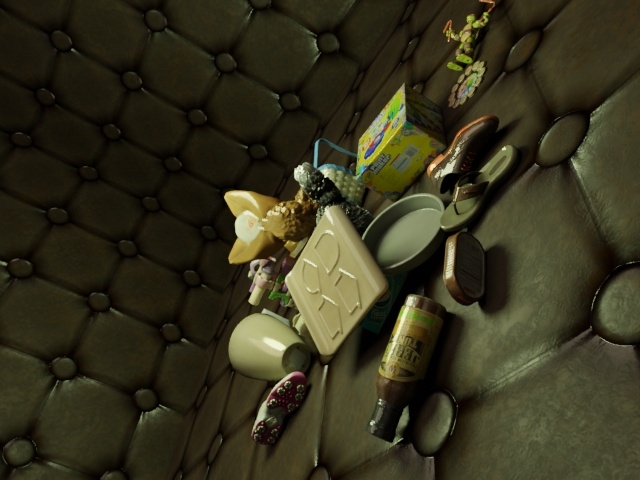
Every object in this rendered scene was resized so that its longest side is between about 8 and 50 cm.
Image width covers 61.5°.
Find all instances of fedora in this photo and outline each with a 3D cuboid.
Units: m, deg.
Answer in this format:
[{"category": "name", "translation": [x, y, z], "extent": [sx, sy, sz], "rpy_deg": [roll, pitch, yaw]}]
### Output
[{"category": "fedora", "translation": [-0.113, -0.004, 2.425], "extent": [0.194, 0.079, 0.194], "rpy_deg": [-53, 17, 23]}]

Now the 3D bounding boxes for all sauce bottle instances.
[{"category": "sauce bottle", "translation": [0.200, 0.303, 1.284], "extent": [0.111, 0.111, 0.345], "rpy_deg": [-17, 48, 67]}]

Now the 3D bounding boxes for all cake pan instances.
[{"category": "cake pan", "translation": [0.245, -0.015, 1.579], "extent": [0.293, 0.054, 0.293], "rpy_deg": [-31, 31, 21]}]

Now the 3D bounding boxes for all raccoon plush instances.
[{"category": "raccoon plush", "translation": [0.000, 0.000, 1.810], "extent": [0.299, 0.446, 0.216], "rpy_deg": [-49, -1, -23]}]

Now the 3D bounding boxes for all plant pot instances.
[{"category": "plant pot", "translation": [-0.163, 0.414, 2.001], "extent": [0.274, 0.256, 0.257], "rpy_deg": [2, 64, 53]}]

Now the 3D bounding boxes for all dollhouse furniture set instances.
[{"category": "dollhouse furniture set", "translation": [-0.011, 0.278, 1.941], "extent": [0.161, 0.101, 0.182], "rpy_deg": [-63, 17, -1]}]

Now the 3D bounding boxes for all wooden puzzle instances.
[{"category": "wooden puzzle", "translation": [0.049, 0.123, 1.611], "extent": [0.348, 0.080, 0.322], "rpy_deg": [-56, 51, 36]}]

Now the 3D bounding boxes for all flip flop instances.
[{"category": "flip flop", "translation": [0.401, -0.142, 1.403], "extent": [0.277, 0.080, 0.112], "rpy_deg": [-51, 25, 18]}]

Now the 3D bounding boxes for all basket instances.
[{"category": "basket", "translation": [0.073, -0.265, 2.272], "extent": [0.201, 0.254, 0.289], "rpy_deg": [-20, 55, 58]}]

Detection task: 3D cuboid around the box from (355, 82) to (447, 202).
[{"category": "box", "translation": [0.282, -0.347, 1.921], "extent": [0.290, 0.177, 0.279], "rpy_deg": [-49, 20, 36]}]

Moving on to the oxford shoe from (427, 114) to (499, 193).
[{"category": "oxford shoe", "translation": [0.419, -0.240, 1.541], "extent": [0.271, 0.096, 0.099], "rpy_deg": [-52, 39, 43]}]

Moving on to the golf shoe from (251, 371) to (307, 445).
[{"category": "golf shoe", "translation": [-0.150, 0.568, 1.897], "extent": [0.306, 0.115, 0.140], "rpy_deg": [-57, 14, 14]}]

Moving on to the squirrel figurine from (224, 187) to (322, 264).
[{"category": "squirrel figurine", "translation": [-0.127, -0.077, 2.112], "extent": [0.396, 0.370, 0.281], "rpy_deg": [-9, 90, 34]}]

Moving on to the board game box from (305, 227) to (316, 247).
[{"category": "board game box", "translation": [0.018, -0.098, 2.470], "extent": [0.233, 0.078, 0.347], "rpy_deg": [-53, 19, 28]}]

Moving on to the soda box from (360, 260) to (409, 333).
[{"category": "soda box", "translation": [0.181, 0.167, 1.614], "extent": [0.210, 0.067, 0.071], "rpy_deg": [-64, 17, -2]}]

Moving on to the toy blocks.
[{"category": "toy blocks", "translation": [-0.126, 0.129, 2.194], "extent": [0.309, 0.288, 0.260], "rpy_deg": [-109, 43, -70]}]

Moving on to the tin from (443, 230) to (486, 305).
[{"category": "tin", "translation": [0.338, 0.061, 1.253], "extent": [0.040, 0.106, 0.190], "rpy_deg": [-42, 27, 48]}]

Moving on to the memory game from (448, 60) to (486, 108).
[{"category": "memory game", "translation": [0.500, -0.534, 1.846], "extent": [0.186, 0.012, 0.186], "rpy_deg": [-53, 19, 28]}]

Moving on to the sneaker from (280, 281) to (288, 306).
[{"category": "sneaker", "translation": [-0.137, 0.184, 2.450], "extent": [0.237, 0.104, 0.095], "rpy_deg": [-65, 19, -6]}]

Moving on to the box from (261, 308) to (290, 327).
[{"category": "box", "translation": [-0.227, 0.406, 2.327], "extent": [0.171, 0.130, 0.091], "rpy_deg": [-58, 17, 12]}]

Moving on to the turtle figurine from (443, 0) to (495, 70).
[{"category": "turtle figurine", "translation": [0.525, -0.728, 1.944], "extent": [0.269, 0.087, 0.218], "rpy_deg": [0, 71, 62]}]
